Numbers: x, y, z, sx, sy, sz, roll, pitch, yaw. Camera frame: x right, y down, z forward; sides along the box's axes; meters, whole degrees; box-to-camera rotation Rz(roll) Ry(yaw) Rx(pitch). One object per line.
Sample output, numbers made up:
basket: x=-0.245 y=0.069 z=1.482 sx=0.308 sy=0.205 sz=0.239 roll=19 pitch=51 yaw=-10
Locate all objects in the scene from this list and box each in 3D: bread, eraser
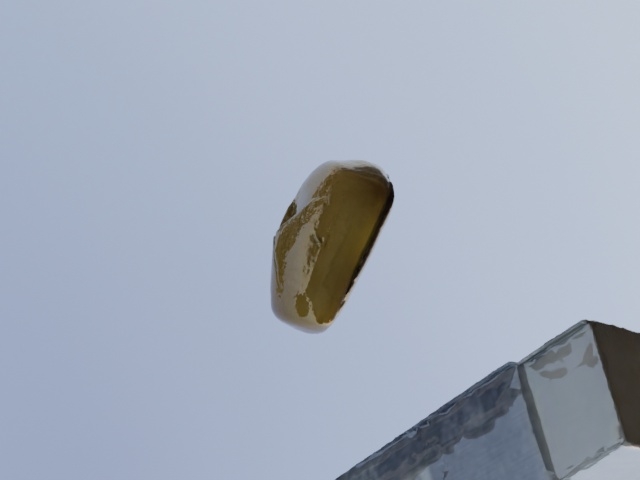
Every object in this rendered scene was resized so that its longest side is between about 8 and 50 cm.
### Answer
bread: x=0.000 y=0.000 z=1.025 sx=0.056 sy=0.115 sz=0.082 roll=25 pitch=-172 yaw=-10
eraser: x=0.045 y=0.101 z=0.546 sx=0.092 sy=0.212 sz=0.046 roll=15 pitch=-130 yaw=-38
